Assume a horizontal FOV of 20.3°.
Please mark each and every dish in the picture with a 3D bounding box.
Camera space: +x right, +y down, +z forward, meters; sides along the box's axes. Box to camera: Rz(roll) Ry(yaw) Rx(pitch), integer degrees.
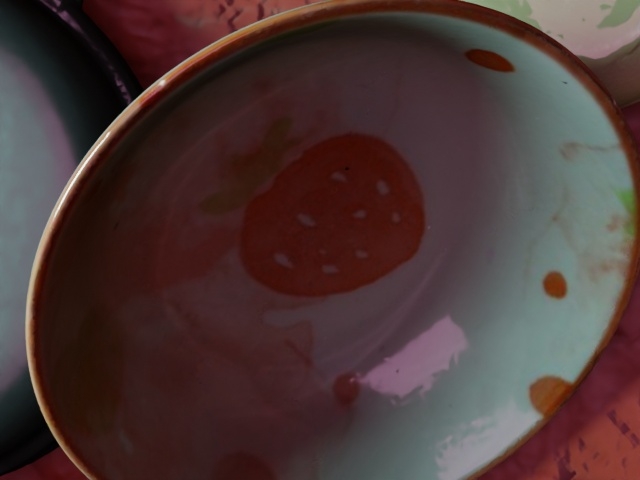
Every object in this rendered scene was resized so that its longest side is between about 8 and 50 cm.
[{"bbox_3d":[0.000,0.000,0.745,0.260,0.085,0.260,-10,126,-14],"label":"dish"}]

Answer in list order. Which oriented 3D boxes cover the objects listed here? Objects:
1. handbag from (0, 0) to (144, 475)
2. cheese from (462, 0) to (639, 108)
[{"bbox_3d":[-0.212,-0.030,0.806,0.308,0.093,0.254,35,98,7],"label":"handbag"},{"bbox_3d":[0.131,-0.103,0.762,0.227,0.064,0.137,29,98,6],"label":"cheese"}]
